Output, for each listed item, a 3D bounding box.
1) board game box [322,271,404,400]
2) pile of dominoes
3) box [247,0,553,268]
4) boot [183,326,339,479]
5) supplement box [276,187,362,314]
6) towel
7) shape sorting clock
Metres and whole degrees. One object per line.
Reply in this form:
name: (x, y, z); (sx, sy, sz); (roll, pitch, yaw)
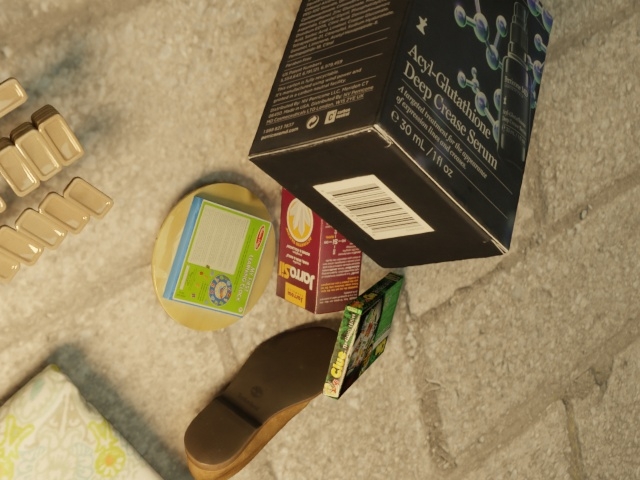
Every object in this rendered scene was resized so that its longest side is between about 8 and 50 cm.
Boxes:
board game box: (0.068, 0.135, 1.405); (0.259, 0.030, 0.136); (-24, 128, -71)
pile of dominoes: (-0.374, -0.045, 1.032); (0.251, 0.040, 0.196); (-36, 127, -13)
box: (0.122, -0.208, 1.249); (0.293, 0.211, 0.396); (37, 57, -38)
boot: (-0.079, 0.240, 1.397); (0.305, 0.112, 0.115); (-37, 154, -30)
supplement box: (0.000, 0.000, 1.363); (0.080, 0.104, 0.188); (-6, 106, -37)
towel: (-0.353, 0.388, 1.215); (0.320, 0.090, 0.374); (-47, 126, -21)
shape sorting clock: (-0.144, 0.023, 1.298); (0.206, 0.040, 0.206); (-9, 105, -38)
